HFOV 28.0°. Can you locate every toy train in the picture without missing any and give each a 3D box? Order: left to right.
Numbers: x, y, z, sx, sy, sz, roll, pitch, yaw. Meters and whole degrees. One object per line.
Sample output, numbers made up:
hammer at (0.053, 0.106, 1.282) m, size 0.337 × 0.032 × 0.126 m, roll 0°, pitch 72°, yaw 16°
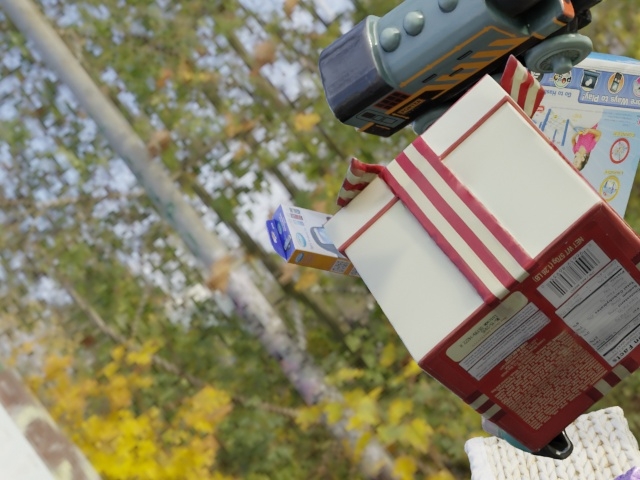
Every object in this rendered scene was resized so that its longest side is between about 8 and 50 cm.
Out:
toy train at (0.155, -0.222, 1.457) m, size 0.190 × 0.142 × 0.334 m, roll 8°, pitch -28°, yaw -44°

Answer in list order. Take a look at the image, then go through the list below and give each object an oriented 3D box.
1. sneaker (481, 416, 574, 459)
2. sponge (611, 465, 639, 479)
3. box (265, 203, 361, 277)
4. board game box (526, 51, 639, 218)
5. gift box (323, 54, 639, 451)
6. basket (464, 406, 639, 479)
sneaker at (0.281, 0.131, 1.541) m, size 0.108 × 0.121 × 0.302 m, roll -32°, pitch -44°, yaw -44°
sponge at (0.379, 0.348, 1.570) m, size 0.031 × 0.117 × 0.210 m, roll -57°, pitch 0°, yaw -33°
box at (0.000, 0.000, 1.551) m, size 0.136 × 0.081 × 0.028 m, roll 14°, pitch -52°, yaw -31°
board game box at (0.360, -0.143, 1.989) m, size 0.308 × 0.086 × 0.301 m, roll 2°, pitch -71°, yaw -34°
gift box at (0.174, 0.000, 1.242) m, size 0.255 × 0.276 × 0.258 m, roll -39°, pitch 41°, yaw 6°
basket at (0.401, 0.478, 1.969) m, size 0.267 × 0.328 × 0.331 m, roll -18°, pitch 18°, yaw 7°
